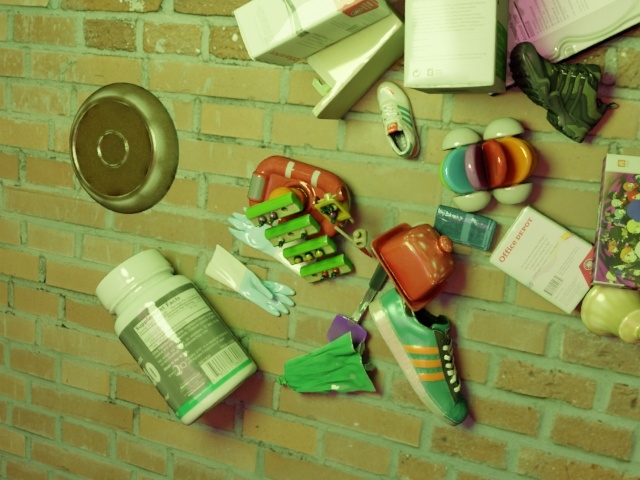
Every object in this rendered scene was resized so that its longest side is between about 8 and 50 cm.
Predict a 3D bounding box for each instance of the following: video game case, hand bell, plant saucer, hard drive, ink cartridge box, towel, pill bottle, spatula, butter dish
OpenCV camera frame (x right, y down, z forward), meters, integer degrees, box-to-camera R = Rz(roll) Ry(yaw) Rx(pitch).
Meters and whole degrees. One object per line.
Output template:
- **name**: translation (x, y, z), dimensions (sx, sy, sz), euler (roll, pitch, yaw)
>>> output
- **video game case**: translation (0.584, -0.025, 1.116), dimensions (0.210, 0.042, 0.232), euler (8, 82, 15)
- **hand bell**: translation (0.547, 0.164, 1.079), dimensions (0.126, 0.242, 0.126), euler (-3, 113, -6)
- **plant saucer**: translation (-0.478, -0.215, 1.540), dimensions (0.310, 0.050, 0.311), euler (3, 98, 21)
- **hard drive**: translation (0.410, -0.435, 1.155), dimensions (0.338, 0.064, 0.237), euler (-23, 89, 23)
- **ink cartridge box**: translation (0.423, 0.031, 1.214), dimensions (0.175, 0.072, 0.128), euler (35, 108, 13)
- **towel**: translation (0.279, -0.025, 1.279), dimensions (0.119, 0.029, 0.067), euler (18, 117, 18)
- **pill bottle**: translation (-0.325, 0.209, 1.461), dimensions (0.204, 0.204, 0.361), euler (-42, 82, 21)
- **ink cartridge box**: translation (-0.013, -0.385, 1.110), dimensions (0.217, 0.158, 0.092), euler (-23, 90, 23)
- **spatula**: translation (0.098, 0.121, 1.376), dimensions (0.084, 0.030, 0.297), euler (31, 108, 14)
- **butter dish**: translation (0.200, 0.029, 1.243), dimensions (0.118, 0.159, 0.160), euler (-35, 84, 40)

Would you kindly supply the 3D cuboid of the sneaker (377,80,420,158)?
- **sneaker**: translation (0.148, -0.236, 1.278), dimensions (0.057, 0.075, 0.162), euler (-17, 92, 22)

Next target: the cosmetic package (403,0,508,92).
- **cosmetic package**: translation (0.230, -0.435, 1.087), dimensions (0.155, 0.197, 0.366), euler (4, 101, 21)

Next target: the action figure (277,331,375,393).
- **action figure**: translation (0.000, 0.282, 1.422), dimensions (0.232, 0.063, 0.137), euler (-20, 92, 29)

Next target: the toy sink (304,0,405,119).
- **toy sink**: translation (0.051, -0.362, 1.257), dimensions (0.234, 0.152, 0.131), euler (-45, 81, 22)

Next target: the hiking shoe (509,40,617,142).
- **hiking shoe**: translation (0.419, -0.278, 1.135), dimensions (0.114, 0.086, 0.227), euler (-45, 120, 10)

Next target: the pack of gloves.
- **pack of gloves**: translation (-0.139, 0.050, 1.450), dimensions (0.232, 0.046, 0.195), euler (29, 108, 15)

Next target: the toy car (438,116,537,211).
- **toy car**: translation (0.302, -0.136, 1.201), dimensions (0.181, 0.136, 0.159), euler (-10, 95, 22)

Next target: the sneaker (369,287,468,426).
- **sneaker**: translation (0.223, 0.225, 1.303), dimensions (0.121, 0.108, 0.302), euler (-33, 91, 17)

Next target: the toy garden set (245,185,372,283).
- **toy garden set**: translation (0.000, 0.000, 1.292), dimensions (0.203, 0.049, 0.244), euler (-18, 134, 26)

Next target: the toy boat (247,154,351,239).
- **toy boat**: translation (-0.056, -0.082, 1.340), dimensions (0.230, 0.151, 0.151), euler (19, 105, 18)
